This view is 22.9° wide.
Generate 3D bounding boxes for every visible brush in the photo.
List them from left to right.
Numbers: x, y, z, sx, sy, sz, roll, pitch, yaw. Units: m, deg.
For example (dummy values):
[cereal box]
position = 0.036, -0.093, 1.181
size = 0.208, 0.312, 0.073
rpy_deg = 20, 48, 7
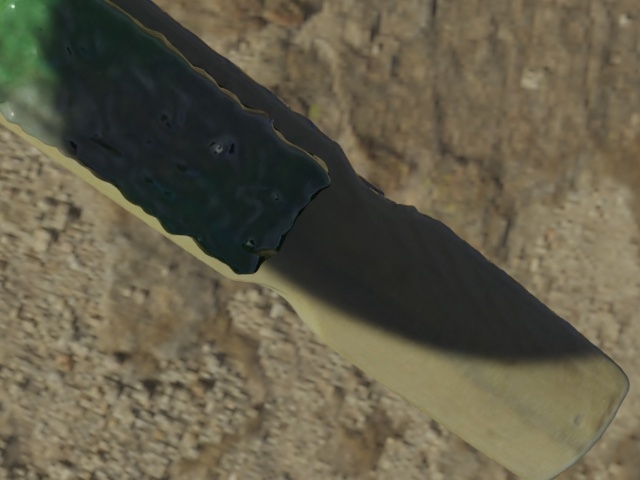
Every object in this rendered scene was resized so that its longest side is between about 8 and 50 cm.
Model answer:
[brush]
position = 0.000, 0.000, 0.478
size = 0.282, 0.048, 0.054
rpy_deg = 36, 94, -32
